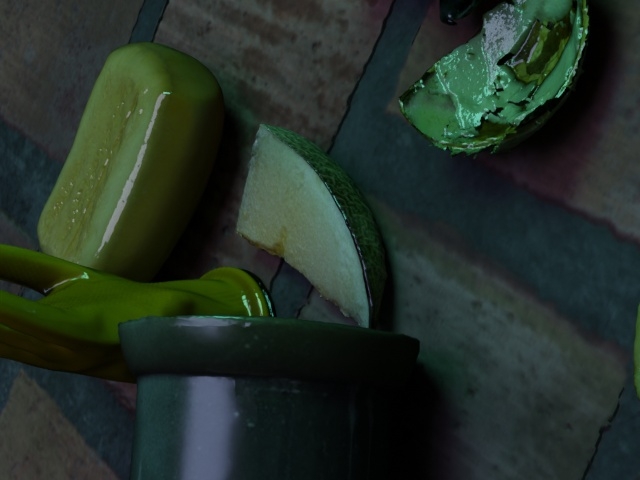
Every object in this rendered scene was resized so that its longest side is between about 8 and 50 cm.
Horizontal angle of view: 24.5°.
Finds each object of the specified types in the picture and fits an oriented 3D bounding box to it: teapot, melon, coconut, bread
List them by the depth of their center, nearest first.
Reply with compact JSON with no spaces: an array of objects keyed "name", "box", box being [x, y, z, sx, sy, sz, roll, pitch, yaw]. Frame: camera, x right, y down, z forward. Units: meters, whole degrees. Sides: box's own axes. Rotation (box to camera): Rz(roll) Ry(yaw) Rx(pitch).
[{"name":"coconut","box":[0.124,-0.114,0.961,0.158,0.055,0.133,-39,50,33]},{"name":"teapot","box":[-0.062,0.225,0.974,0.270,0.200,0.337,-8,75,51]},{"name":"melon","box":[0.002,-0.008,1.076,0.182,0.054,0.098,37,112,46]},{"name":"bread","box":[-0.150,-0.054,1.222,0.147,0.098,0.217,46,115,52]}]

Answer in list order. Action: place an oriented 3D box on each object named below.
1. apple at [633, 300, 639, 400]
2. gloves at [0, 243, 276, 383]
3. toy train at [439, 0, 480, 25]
[{"name":"apple","box":[0.287,0.013,0.698,0.265,0.120,0.193,-2,65,45]},{"name":"gloves","box":[-0.180,0.054,1.075,0.133,0.294,0.116,-18,67,45]},{"name":"toy train","box":[0.067,-0.234,1.029,0.200,0.083,0.132,43,112,54]}]
